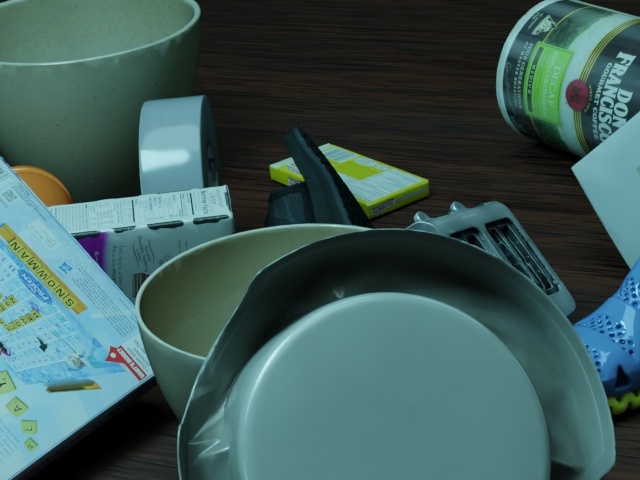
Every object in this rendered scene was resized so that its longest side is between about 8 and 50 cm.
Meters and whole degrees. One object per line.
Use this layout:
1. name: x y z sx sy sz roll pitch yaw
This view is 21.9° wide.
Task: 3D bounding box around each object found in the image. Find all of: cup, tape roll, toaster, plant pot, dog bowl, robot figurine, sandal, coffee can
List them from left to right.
1. robot figurine: -0.353 -0.012 1.975 0.158 0.128 0.219 -39 25 8
2. cup: -0.312 -0.180 2.196 0.331 0.237 0.331 -3 25 2
3. tape roll: -0.159 -0.058 1.926 0.072 0.219 0.219 -5 25 3
4. plant pot: -0.018 0.128 1.531 0.284 0.191 0.284 -5 25 2
5. sandal: -0.001 -0.001 1.867 0.107 0.167 0.446 -32 26 6
6. dog bowl: 0.052 0.170 1.302 0.349 0.349 0.102 -12 -13 -14
7. toaster: 0.150 0.056 1.658 0.168 0.110 0.185 -14 66 -55
8. coffee can: 0.392 -0.192 2.139 0.201 0.201 0.275 -20 28 -30
9. sandal: 0.328 0.071 1.662 0.317 0.138 0.126 -24 33 -32

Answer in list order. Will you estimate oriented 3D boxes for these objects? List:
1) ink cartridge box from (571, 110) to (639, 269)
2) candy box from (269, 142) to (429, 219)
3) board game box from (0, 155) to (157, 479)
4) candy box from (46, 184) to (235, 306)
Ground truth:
1. ink cartridge box: 0.503 -0.133 1.802 0.279 0.160 0.385 -21 -13 -32
2. candy box: 0.036 -0.080 2.166 0.105 0.027 0.206 -25 31 -32
3. board game box: -0.352 0.086 1.587 0.318 0.066 0.318 48 48 8
4. candy box: -0.205 0.034 1.799 0.233 0.159 0.071 -6 35 -5
